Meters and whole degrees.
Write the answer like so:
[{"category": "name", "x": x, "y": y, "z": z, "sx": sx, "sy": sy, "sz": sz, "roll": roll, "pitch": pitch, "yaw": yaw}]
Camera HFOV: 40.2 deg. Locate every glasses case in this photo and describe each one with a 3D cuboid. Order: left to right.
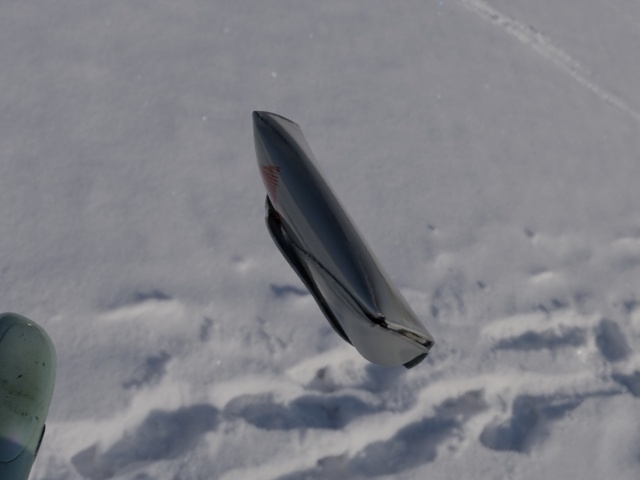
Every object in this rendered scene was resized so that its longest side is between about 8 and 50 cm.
[{"category": "glasses case", "x": -0.001, "y": -0.001, "z": 0.909, "sx": 0.308, "sy": 0.083, "sz": 0.128, "roll": 59, "pitch": 10, "yaw": 27}]

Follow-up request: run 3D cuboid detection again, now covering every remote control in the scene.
[{"category": "remote control", "x": -0.290, "y": 0.172, "z": 0.780, "sx": 0.097, "sy": 0.045, "sz": 0.256, "roll": 36, "pitch": 41, "yaw": -35}]
